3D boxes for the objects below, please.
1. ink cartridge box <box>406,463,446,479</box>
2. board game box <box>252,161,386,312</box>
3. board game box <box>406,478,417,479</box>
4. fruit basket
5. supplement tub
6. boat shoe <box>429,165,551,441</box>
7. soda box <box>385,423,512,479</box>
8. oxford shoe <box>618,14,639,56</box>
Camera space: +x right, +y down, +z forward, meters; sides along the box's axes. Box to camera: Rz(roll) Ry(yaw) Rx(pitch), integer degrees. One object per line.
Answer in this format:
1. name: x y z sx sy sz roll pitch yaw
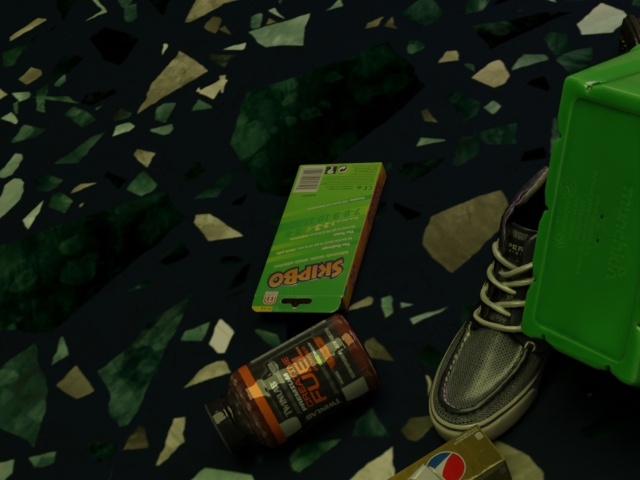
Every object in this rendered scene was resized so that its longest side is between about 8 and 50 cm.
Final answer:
1. ink cartridge box: 0.083 0.356 1.415 0.212 0.093 0.154 -43 79 -16
2. board game box: 0.000 0.000 1.860 0.124 0.039 0.259 -1 46 22
3. board game box: 0.197 0.468 1.116 0.356 0.356 0.356 10 55 29
4. fruit basket: 0.411 -0.029 1.543 0.392 0.392 0.283 -42 38 -18
5. supplement tub: -0.036 0.176 1.662 0.198 0.106 0.106 -30 45 -6
6. boat shoe: 0.218 0.066 1.622 0.127 0.158 0.340 16 56 33
7. soda box: 0.117 0.282 1.534 0.181 0.058 0.061 -31 45 -7
8. oxford shoe: 0.462 -0.224 1.863 0.096 0.083 0.227 -8 45 -10
